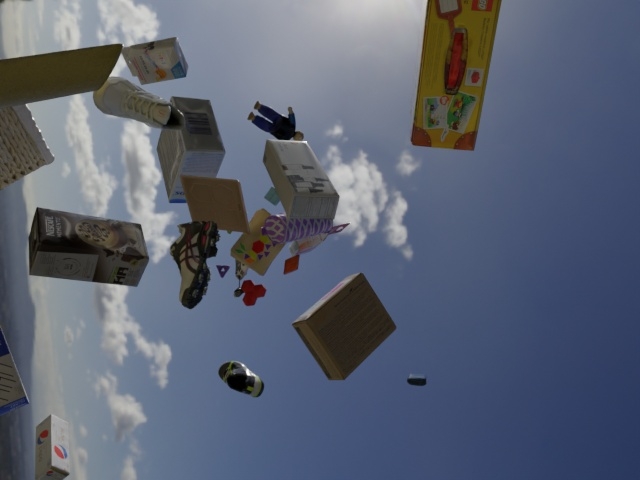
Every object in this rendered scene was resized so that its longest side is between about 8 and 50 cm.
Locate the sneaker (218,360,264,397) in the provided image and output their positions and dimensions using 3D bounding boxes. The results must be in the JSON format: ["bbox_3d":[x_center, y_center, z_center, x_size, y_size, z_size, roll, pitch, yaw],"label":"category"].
[{"bbox_3d":[-0.287,0.463,2.030,0.234,0.097,0.084,11,-101,44],"label":"sneaker"}]

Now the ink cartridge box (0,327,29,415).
[{"bbox_3d":[-0.735,0.289,1.327,0.207,0.097,0.046,55,-31,24],"label":"ink cartridge box"}]

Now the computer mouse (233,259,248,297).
[{"bbox_3d":[-0.260,0.098,2.028,0.106,0.042,0.193,-39,-134,52],"label":"computer mouse"}]

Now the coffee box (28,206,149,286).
[{"bbox_3d":[-0.660,0.021,1.695,0.119,0.297,0.168,-59,-140,28],"label":"coffee box"}]

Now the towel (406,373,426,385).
[{"bbox_3d":[0.331,0.479,2.042,0.119,0.067,0.029,26,66,-78],"label":"towel"}]

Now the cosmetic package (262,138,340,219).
[{"bbox_3d":[-0.045,-0.132,1.230,0.239,0.098,0.061,-117,-145,-50],"label":"cosmetic package"}]

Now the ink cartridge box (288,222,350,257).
[{"bbox_3d":[0.000,0.000,1.827,0.145,0.179,0.045,136,-61,-74],"label":"ink cartridge box"}]

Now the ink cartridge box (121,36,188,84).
[{"bbox_3d":[-0.495,-0.525,1.755,0.104,0.181,0.062,73,12,-47],"label":"ink cartridge box"}]

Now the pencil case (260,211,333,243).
[{"bbox_3d":[-0.056,-0.047,1.604,0.088,0.206,0.086,7,-76,42],"label":"pencil case"}]

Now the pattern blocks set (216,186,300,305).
[{"bbox_3d":[-0.183,0.009,1.834,0.285,0.325,0.026,46,3,18],"label":"pattern blocks set"}]

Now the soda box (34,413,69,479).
[{"bbox_3d":[-0.831,0.648,1.846,0.074,0.069,0.216,49,3,-37],"label":"soda box"}]

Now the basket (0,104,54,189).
[{"bbox_3d":[-1.001,-0.342,1.681,0.328,0.266,0.331,35,-29,24],"label":"basket"}]

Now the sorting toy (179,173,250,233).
[{"bbox_3d":[-0.312,-0.112,1.788,0.038,0.208,0.193,-61,153,-45],"label":"sorting toy"}]

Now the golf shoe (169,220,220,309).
[{"bbox_3d":[-0.359,0.066,1.640,0.105,0.120,0.273,92,5,-53],"label":"golf shoe"}]

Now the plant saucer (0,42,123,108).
[{"bbox_3d":[-0.583,-0.297,1.123,0.332,0.332,0.081,10,-62,44],"label":"plant saucer"}]

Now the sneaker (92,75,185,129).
[{"bbox_3d":[-0.392,-0.301,1.329,0.115,0.232,0.090,22,-81,31],"label":"sneaker"}]

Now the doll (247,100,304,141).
[{"bbox_3d":[-0.127,-0.360,1.845,0.129,0.189,0.046,-59,-150,5],"label":"doll"}]

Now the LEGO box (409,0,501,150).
[{"bbox_3d":[0.389,-0.574,1.768,0.372,0.193,0.500,-76,170,-59],"label":"LEGO box"}]

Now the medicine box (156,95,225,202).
[{"bbox_3d":[-0.475,-0.322,2.150,0.289,0.149,0.264,-57,-135,47],"label":"medicine box"}]

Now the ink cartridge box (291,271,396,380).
[{"bbox_3d":[0.068,0.232,1.615,0.193,0.234,0.088,57,-33,-7],"label":"ink cartridge box"}]
